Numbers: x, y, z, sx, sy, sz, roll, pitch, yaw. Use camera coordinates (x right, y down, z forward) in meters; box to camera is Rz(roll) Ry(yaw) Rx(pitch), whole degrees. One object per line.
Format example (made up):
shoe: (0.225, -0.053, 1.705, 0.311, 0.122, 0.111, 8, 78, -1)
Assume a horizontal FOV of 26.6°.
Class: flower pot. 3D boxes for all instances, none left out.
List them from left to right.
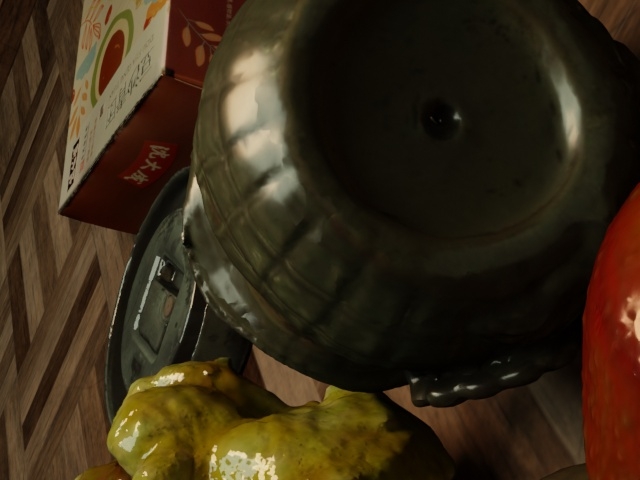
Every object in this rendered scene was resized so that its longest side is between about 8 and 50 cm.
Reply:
flower pot: (0.067, -0.041, 0.864, 0.213, 0.302, 0.302, 131, 149, -69)

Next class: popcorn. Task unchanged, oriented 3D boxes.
popcorn: (-0.033, 0.201, 0.942, 0.276, 0.276, 0.225, -43, 33, 49)

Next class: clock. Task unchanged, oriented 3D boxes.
clock: (-0.156, 0.077, 1.509, 0.319, 0.066, 0.319, -44, 38, 47)

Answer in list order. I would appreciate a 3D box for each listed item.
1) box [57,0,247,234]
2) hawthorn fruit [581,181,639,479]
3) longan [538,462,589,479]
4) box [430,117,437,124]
box: (-0.210, -0.258, 1.763, 0.344, 0.122, 0.385, -43, 39, 48)
hawthorn fruit: (0.209, 0.035, 0.587, 0.205, 0.205, 0.253, -48, 32, 44)
longan: (0.145, 0.204, 0.669, 0.167, 0.167, 0.187, -36, 66, 54)
box: (0.064, -0.075, 1.143, 0.103, 0.055, 0.244, -19, 58, 61)
